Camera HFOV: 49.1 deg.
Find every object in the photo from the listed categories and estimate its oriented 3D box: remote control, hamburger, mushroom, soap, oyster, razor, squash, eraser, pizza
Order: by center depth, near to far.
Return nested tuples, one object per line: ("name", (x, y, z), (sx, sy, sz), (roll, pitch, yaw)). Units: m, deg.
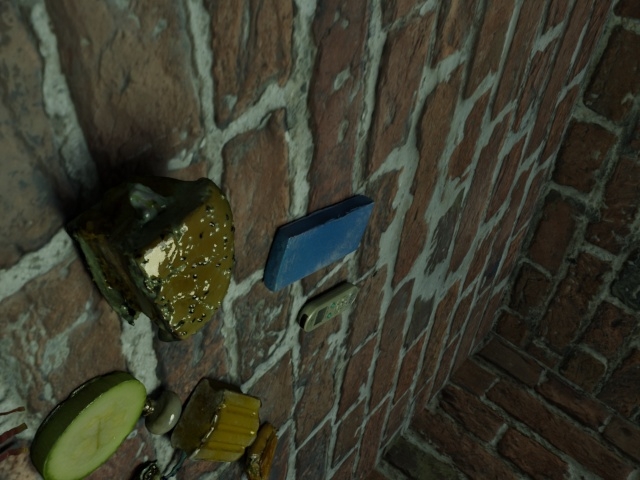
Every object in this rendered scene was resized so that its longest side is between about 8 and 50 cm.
("hamburger", (-0.216, 0.011, 0.978), (0.192, 0.167, 0.288), (-43, 152, -23))
("squash", (-0.385, 0.323, 1.197), (0.219, 0.041, 0.219), (-42, 152, -28))
("mushroom", (-0.306, 0.318, 1.319), (0.079, 0.085, 0.085), (35, 87, -23))
("oyster", (-0.375, 0.543, 1.469), (0.125, 0.064, 0.177), (-13, 123, -76))
("eraser", (0.000, 0.000, 1.514), (0.311, 0.042, 0.144), (-25, 142, -49))
("razor", (-0.308, 0.475, 1.539), (0.155, 0.028, 0.044), (-58, 155, 5))
("soap", (-0.213, 0.401, 1.544), (0.160, 0.080, 0.257), (-62, 156, -8))
("remote control", (0.019, 0.162, 1.747), (0.221, 0.042, 0.078), (-23, 140, -49))
("pizza", (-0.166, 0.585, 1.897), (0.226, 0.069, 0.147), (92, 18, -54))

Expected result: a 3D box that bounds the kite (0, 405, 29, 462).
("kite", (-0.561, 0.346, 0.930), (0.360, 0.022, 0.204), (-27, 142, -41))
